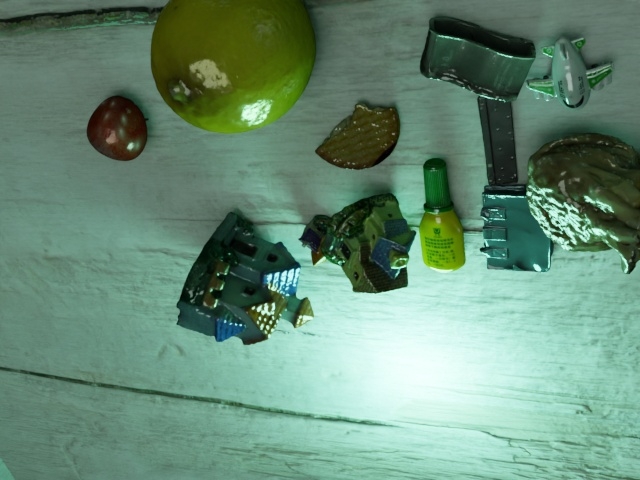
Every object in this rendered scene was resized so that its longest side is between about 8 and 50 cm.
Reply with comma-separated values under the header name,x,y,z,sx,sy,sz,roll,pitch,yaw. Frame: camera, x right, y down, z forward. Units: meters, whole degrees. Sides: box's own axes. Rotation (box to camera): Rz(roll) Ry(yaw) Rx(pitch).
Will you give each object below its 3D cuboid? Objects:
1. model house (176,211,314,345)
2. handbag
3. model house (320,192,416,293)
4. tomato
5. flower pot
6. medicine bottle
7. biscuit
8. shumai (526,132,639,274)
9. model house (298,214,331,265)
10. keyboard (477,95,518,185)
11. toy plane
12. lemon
name,x,y,z,sx,sy,sz,roll,pitch,yaw
model house,-0.174,0.145,1.975,0.329,0.295,0.252,24,134,6
handbag,0.469,-0.028,1.751,0.179,0.062,0.229,3,126,23
model house,0.133,0.023,1.786,0.195,0.189,0.214,-8,139,-30
tomato,-0.530,-0.283,1.892,0.167,0.167,0.167,11,128,14
flower pot,0.322,-0.378,1.516,0.229,0.103,0.108,18,131,7
medicine bottle,0.293,-0.057,1.784,0.111,0.076,0.309,0,125,18
biscuit,0.087,-0.251,1.750,0.228,0.031,0.176,-1,124,24
shumai,0.582,-0.065,1.510,0.314,0.262,0.267,32,114,-15
model house,0.000,0.000,1.925,0.100,0.100,0.087,40,129,-10
keyboard,0.404,-0.229,1.649,0.072,0.023,0.231,-5,123,16
toy plane,0.509,-0.338,1.485,0.173,0.080,0.174,9,137,8
lemon,-0.201,-0.387,1.562,0.363,0.364,0.364,11,128,14
